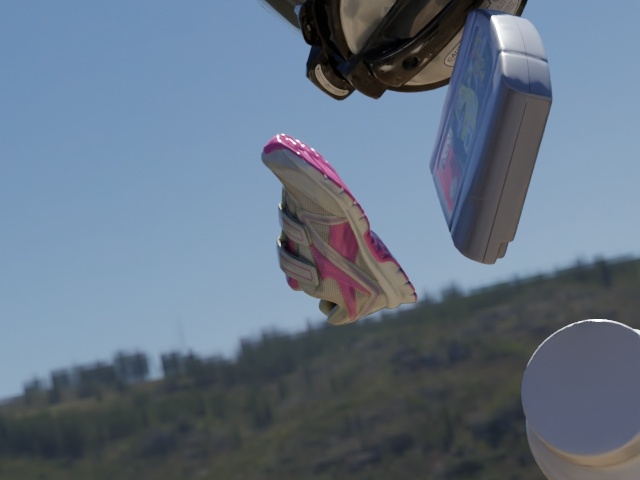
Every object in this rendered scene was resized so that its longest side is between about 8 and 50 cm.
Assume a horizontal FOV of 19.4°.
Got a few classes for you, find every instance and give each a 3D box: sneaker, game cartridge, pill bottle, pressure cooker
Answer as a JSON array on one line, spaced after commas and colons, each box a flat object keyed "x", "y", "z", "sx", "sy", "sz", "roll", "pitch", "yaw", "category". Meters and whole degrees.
[{"x": 0.000, "y": 0.000, "z": 1.997, "sx": 0.111, "sy": 0.252, "sz": 0.103, "roll": -34, "pitch": 27, "yaw": 1, "category": "sneaker"}, {"x": 0.162, "y": -0.117, "z": 1.811, "sx": 0.060, "sy": 0.196, "sz": 0.294, "roll": 15, "pitch": 18, "yaw": -8, "category": "game cartridge"}, {"x": 0.322, "y": 0.204, "z": 1.947, "sx": 0.188, "sy": 0.187, "sz": 0.334, "roll": -14, "pitch": -27, "yaw": 18, "category": "pill bottle"}, {"x": 0.099, "y": -0.412, "z": 2.706, "sx": 0.376, "sy": 0.369, "sz": 0.420, "roll": -14, "pitch": 33, "yaw": -25, "category": "pressure cooker"}]
